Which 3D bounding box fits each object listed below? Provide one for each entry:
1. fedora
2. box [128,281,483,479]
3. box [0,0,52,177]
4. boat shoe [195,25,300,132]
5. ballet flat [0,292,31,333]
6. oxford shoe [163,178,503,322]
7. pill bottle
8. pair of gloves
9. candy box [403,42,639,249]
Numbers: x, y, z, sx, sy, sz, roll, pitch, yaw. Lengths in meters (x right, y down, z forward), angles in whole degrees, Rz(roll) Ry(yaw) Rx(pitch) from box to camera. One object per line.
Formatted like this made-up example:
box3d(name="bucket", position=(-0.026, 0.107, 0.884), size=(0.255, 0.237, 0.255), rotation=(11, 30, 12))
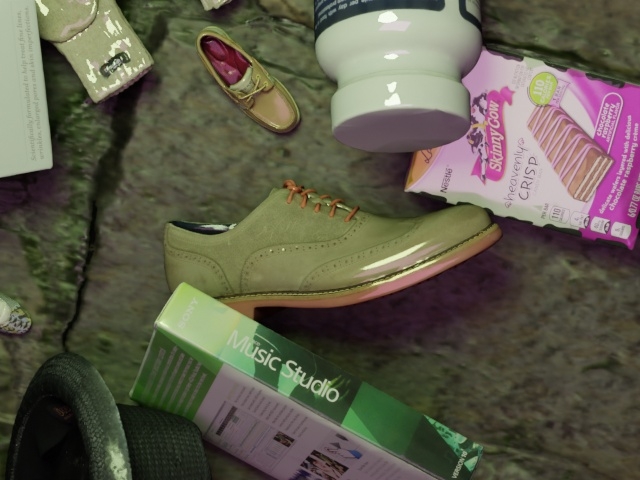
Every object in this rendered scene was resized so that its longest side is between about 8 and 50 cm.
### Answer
box3d(name="fedora", position=(-0.202, 0.266, 1.329), size=(0.152, 0.334, 0.334), rotation=(1, 102, -29))
box3d(name="box", position=(-0.025, 0.176, 1.304), size=(0.322, 0.232, 0.058), rotation=(28, 63, -2))
box3d(name="box", position=(-0.368, -0.147, 1.268), size=(0.182, 0.119, 0.181), rotation=(-13, 110, -32))
box3d(name="boat shoe", position=(-0.077, -0.158, 1.333), size=(0.135, 0.045, 0.050), rotation=(42, 100, -4))
box3d(name="ballet flat", position=(-0.357, 0.065, 1.394), size=(0.114, 0.041, 0.041), rotation=(34, 100, -3))
box3d(name="oxford shoe", position=(0.000, 0.000, 1.302), size=(0.348, 0.123, 0.130), rotation=(-13, 94, 14))
box3d(name="pill bottle", position=(0.069, -0.223, 1.213), size=(0.153, 0.153, 0.264), rotation=(-2, 74, 4))
box3d(name="pair of gloves", position=(-0.191, -0.281, 1.320), size=(0.240, 0.042, 0.204), rotation=(-41, 89, 3))
box3d(name="candy box", position=(0.213, -0.098, 1.310), size=(0.233, 0.071, 0.159), rotation=(14, 101, 2))
